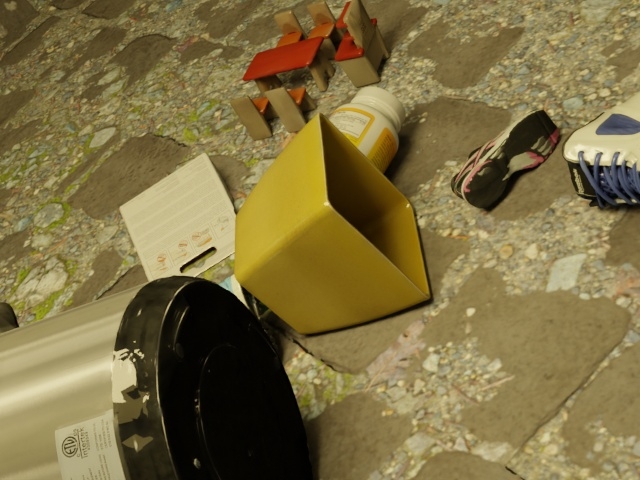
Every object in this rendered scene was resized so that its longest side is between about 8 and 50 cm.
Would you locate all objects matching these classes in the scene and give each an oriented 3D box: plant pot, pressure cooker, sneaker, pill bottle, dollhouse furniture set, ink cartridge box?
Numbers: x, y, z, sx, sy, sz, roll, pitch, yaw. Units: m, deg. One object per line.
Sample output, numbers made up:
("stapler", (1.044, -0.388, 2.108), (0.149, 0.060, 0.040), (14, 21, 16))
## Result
("plant pot", (0.000, 0.000, 1.422), (0.187, 0.212, 0.212), (-35, 33, 22))
("pressure cooker", (-0.261, 0.254, 1.168), (0.420, 0.375, 0.370), (-20, 40, 18))
("sneaker", (0.247, -0.121, 1.469), (0.178, 0.072, 0.077), (-38, 24, -15))
("pill bottle", (0.047, -0.132, 1.595), (0.117, 0.118, 0.208), (2, 49, 40))
("dollhouse furniture set", (-0.022, -0.330, 1.868), (0.259, 0.135, 0.262), (-8, 43, 32))
("sneaker", (-0.106, 0.128, 1.410), (0.073, 0.063, 0.162), (-20, 79, 22))
("sneaker", (0.395, -0.079, 1.267), (0.182, 0.127, 0.315), (-26, 29, 18))
("ink cartridge box", (-0.220, -0.017, 1.752), (0.181, 0.056, 0.225), (-32, 54, 3))

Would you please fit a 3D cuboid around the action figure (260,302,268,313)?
("action figure", (-0.151, 0.147, 1.473), (0.232, 0.063, 0.137), (-43, 34, -5))
